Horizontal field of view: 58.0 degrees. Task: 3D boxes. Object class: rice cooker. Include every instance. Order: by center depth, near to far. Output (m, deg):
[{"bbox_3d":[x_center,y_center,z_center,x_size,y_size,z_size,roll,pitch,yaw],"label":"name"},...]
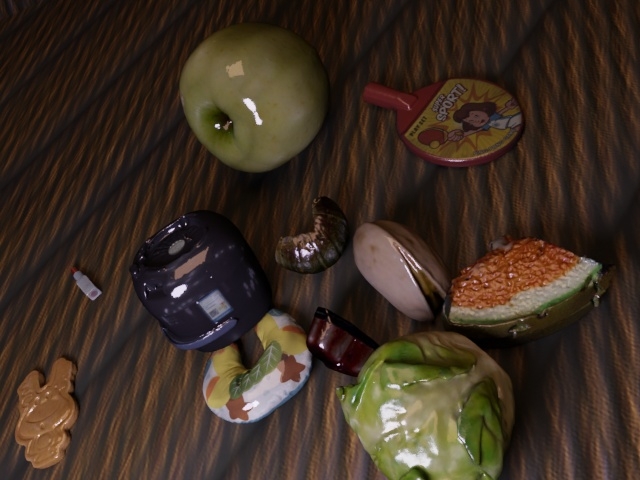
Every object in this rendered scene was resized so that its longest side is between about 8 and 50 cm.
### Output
[{"bbox_3d":[-0.247,0.080,1.180,0.267,0.224,0.267,-18,40,16],"label":"rice cooker"}]

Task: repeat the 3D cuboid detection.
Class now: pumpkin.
[{"bbox_3d":[0.000,0.000,1.235,0.108,0.119,0.183,28,75,35],"label":"pumpkin"}]

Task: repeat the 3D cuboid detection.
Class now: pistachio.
[{"bbox_3d":[0.160,0.052,1.128,0.138,0.153,0.238,-43,79,0],"label":"pistachio"}]

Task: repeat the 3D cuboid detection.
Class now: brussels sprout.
[{"bbox_3d":[0.171,0.277,0.912,0.259,0.227,0.294,40,68,22],"label":"brussels sprout"}]

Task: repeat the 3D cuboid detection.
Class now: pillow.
[{"bbox_3d":[-0.125,0.249,1.135,0.233,0.086,0.214,-36,41,-3],"label":"pillow"}]

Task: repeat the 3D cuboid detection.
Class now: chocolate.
[{"bbox_3d":[0.023,0.198,1.083,0.125,0.149,0.080,-15,40,59],"label":"chocolate"}]

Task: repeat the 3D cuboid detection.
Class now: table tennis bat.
[{"bbox_3d":[0.284,-0.306,1.395,0.415,0.051,0.268,27,69,30],"label":"table tennis bat"}]

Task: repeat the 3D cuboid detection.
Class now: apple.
[{"bbox_3d":[-0.155,-0.351,1.404,0.357,0.357,0.357,-10,53,14],"label":"apple"}]

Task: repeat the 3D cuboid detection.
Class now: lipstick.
[{"bbox_3d":[-0.591,0.099,1.436,0.030,0.030,0.129,-46,54,-14],"label":"lipstick"}]

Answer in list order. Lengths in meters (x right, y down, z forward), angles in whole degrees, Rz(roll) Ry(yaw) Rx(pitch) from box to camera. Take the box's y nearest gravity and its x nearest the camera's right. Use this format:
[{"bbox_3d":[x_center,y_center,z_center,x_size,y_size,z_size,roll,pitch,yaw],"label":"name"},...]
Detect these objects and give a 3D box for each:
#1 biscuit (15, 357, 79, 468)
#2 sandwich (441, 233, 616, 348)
[{"bbox_3d":[-0.590,0.371,1.244,0.144,0.040,0.236,-28,49,6],"label":"biscuit"},{"bbox_3d":[0.347,0.095,1.051,0.292,0.109,0.212,-32,45,-7],"label":"sandwich"}]
